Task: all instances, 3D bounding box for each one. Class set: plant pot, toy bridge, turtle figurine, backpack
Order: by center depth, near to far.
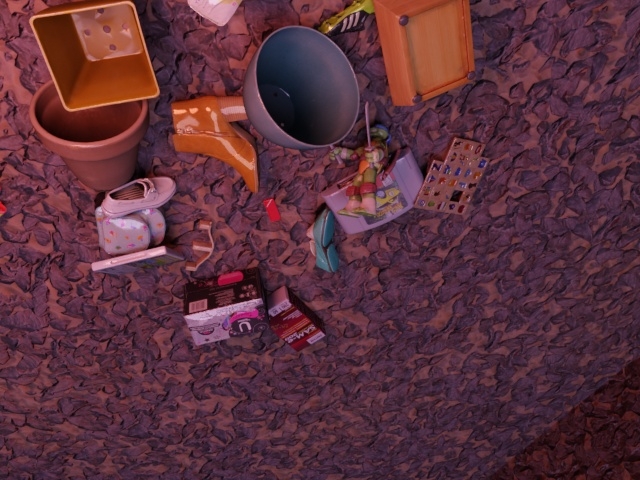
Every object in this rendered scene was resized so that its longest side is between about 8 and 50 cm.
[{"bbox_3d":[-0.487,-0.442,1.359,0.212,0.187,0.212,-11,130,-4],"label":"plant pot"},{"bbox_3d":[-0.546,-0.247,1.486,0.262,0.263,0.229,-2,145,-11],"label":"plant pot"},{"bbox_3d":[-0.076,-0.348,1.496,0.290,0.290,0.195,25,160,-28],"label":"plant pot"},{"bbox_3d":[0.086,-0.206,1.650,0.197,0.267,0.274,5,174,30],"label":"turtle figurine"},{"bbox_3d":[-0.524,-0.051,1.692,0.188,0.144,0.166,-7,131,-20],"label":"backpack"},{"bbox_3d":[-0.359,0.017,1.855,0.063,0.026,0.188,11,125,-23],"label":"toy bridge"}]

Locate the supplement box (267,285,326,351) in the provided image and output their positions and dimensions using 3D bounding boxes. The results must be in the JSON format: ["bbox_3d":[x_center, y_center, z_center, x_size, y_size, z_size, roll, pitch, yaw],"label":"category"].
[{"bbox_3d":[-0.100,0.272,2.084,0.130,0.073,0.239,-33,128,14],"label":"supplement box"}]

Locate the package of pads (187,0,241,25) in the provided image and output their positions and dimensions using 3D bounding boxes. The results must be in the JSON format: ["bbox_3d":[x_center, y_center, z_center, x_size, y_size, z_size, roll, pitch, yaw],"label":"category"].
[{"bbox_3d":[-0.168,-0.616,1.263,0.101,0.229,0.296,26,119,-29],"label":"package of pads"}]

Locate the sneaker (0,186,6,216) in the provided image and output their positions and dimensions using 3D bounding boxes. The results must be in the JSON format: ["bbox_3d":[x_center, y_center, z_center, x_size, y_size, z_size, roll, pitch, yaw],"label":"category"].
[{"bbox_3d":[-0.898,-0.067,1.636,0.094,0.081,0.209,5,126,-19],"label":"sneaker"}]

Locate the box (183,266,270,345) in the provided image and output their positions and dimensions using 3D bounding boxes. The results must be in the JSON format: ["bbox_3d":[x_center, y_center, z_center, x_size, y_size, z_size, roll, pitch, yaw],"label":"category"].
[{"bbox_3d":[-0.296,0.211,1.933,0.247,0.163,0.142,-14,128,-1],"label":"box"}]

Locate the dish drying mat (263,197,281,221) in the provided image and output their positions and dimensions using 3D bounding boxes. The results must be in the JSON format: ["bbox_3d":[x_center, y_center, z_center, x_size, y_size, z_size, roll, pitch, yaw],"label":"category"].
[{"bbox_3d":[-0.145,-0.091,1.827,0.032,0.008,0.083,-18,129,1],"label":"dish drying mat"}]

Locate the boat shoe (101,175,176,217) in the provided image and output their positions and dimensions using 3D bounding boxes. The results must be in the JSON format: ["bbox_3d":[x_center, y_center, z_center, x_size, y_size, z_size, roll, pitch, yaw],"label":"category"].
[{"bbox_3d":[-0.469,-0.125,1.612,0.083,0.226,0.076,48,137,7],"label":"boat shoe"}]

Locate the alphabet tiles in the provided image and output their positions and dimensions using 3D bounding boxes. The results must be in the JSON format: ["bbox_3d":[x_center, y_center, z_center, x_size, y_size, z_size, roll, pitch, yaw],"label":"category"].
[{"bbox_3d":[0.404,-0.192,1.832,0.198,0.009,0.237,6,117,-28],"label":"alphabet tiles"}]

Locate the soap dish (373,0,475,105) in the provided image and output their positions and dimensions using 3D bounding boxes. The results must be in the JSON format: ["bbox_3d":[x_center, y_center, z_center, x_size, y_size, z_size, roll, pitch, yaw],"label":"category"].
[{"bbox_3d":[0.269,-0.492,1.508,0.228,0.118,0.291,-23,130,-5],"label":"soap dish"}]

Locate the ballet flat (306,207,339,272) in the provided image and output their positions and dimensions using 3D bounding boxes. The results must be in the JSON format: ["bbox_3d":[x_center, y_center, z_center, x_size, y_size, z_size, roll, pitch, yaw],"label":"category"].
[{"bbox_3d":[0.000,0.000,1.883,0.087,0.083,0.247,13,136,23],"label":"ballet flat"}]

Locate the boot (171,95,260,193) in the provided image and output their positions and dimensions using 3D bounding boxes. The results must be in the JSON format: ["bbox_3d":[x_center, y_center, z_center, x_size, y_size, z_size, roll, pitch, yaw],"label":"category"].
[{"bbox_3d":[-0.279,-0.248,1.626,0.211,0.104,0.295,-8,124,1],"label":"boot"}]

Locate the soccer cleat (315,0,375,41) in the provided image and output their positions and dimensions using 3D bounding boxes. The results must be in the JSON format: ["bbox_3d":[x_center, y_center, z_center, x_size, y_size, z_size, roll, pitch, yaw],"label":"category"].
[{"bbox_3d":[0.065,-0.532,1.491,0.178,0.060,0.072,-33,129,10],"label":"soccer cleat"}]

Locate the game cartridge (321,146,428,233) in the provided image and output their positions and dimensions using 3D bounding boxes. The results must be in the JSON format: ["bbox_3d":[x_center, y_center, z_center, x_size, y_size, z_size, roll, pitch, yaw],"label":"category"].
[{"bbox_3d":[0.172,-0.138,1.832,0.294,0.060,0.196,-27,132,10],"label":"game cartridge"}]

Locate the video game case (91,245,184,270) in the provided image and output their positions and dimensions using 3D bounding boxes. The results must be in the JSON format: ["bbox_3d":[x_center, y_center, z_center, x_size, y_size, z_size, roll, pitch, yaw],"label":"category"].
[{"bbox_3d":[-0.521,0.059,1.759,0.206,0.026,0.227,-13,174,-2],"label":"video game case"}]
